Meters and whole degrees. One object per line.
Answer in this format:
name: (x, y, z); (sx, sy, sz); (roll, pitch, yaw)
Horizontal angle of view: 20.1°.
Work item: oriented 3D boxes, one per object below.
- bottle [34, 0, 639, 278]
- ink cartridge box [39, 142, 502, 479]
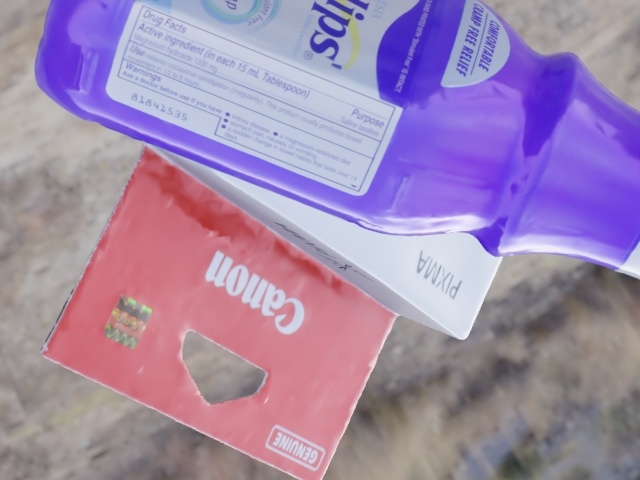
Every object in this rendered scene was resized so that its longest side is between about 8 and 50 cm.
bottle: (0.026, -0.062, 0.771); (0.282, 0.118, 0.092); (22, 133, -1)
ink cartridge box: (0.000, 0.000, 0.970); (0.275, 0.060, 0.239); (35, 77, -52)
